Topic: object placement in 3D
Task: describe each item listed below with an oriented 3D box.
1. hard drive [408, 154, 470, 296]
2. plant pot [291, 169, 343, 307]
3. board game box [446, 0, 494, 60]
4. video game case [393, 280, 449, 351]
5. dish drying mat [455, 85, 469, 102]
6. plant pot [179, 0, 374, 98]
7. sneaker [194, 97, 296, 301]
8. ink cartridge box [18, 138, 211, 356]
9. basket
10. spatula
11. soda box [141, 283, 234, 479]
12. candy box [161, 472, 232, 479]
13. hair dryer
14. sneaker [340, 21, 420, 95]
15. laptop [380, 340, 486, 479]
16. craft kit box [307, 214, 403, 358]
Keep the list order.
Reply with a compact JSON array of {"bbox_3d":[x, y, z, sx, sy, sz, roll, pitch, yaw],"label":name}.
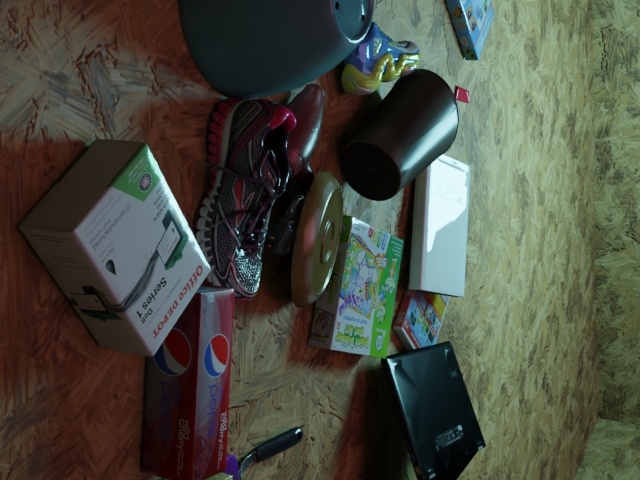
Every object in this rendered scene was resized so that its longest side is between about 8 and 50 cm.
[{"bbox_3d":[0.271,-0.034,2.023,0.203,0.040,0.308,12,80,-53],"label":"hard drive"},{"bbox_3d":[0.000,0.000,1.516,0.236,0.032,0.236,12,90,-77],"label":"plant pot"},{"bbox_3d":[0.353,-0.557,2.124,0.211,0.039,0.160,59,45,-48],"label":"board game box"},{"bbox_3d":[0.247,0.127,2.072,0.204,0.025,0.285,57,46,-49],"label":"video game case"},{"bbox_3d":[0.343,-0.352,2.175,0.083,0.008,0.032,1,95,-61],"label":"dish drying mat"},{"bbox_3d":[-0.038,-0.349,1.295,0.290,0.195,0.290,-16,109,-59],"label":"plant pot"},{"bbox_3d":[-0.107,-0.058,1.311,0.121,0.112,0.299,-5,100,-61],"label":"sneaker"},{"bbox_3d":[-0.240,0.011,1.100,0.160,0.092,0.219,-60,142,-36],"label":"ink cartridge box"},{"bbox_3d":[0.146,-0.188,1.709,0.227,0.154,0.204,-47,151,-42],"label":"basket"},{"bbox_3d":[-0.111,0.358,1.460,0.296,0.030,0.084,-18,109,-59],"label":"spatula"},{"bbox_3d":[-0.181,0.193,1.241,0.083,0.092,0.263,-5,99,-62],"label":"soda box"},{"bbox_3d":[-0.237,0.445,1.191,0.316,0.087,0.183,-20,112,-59],"label":"candy box"},{"bbox_3d":[-0.043,-0.116,1.484,0.223,0.080,0.294,-2,103,-77],"label":"hair dryer"},{"bbox_3d":[0.114,-0.361,1.676,0.240,0.091,0.126,-44,131,-49],"label":"sneaker"},{"bbox_3d":[0.188,0.466,2.006,0.382,0.236,0.408,1,69,-62],"label":"laptop"},{"bbox_3d":[0.073,0.094,1.725,0.250,0.061,0.247,20,80,-60],"label":"craft kit box"}]
